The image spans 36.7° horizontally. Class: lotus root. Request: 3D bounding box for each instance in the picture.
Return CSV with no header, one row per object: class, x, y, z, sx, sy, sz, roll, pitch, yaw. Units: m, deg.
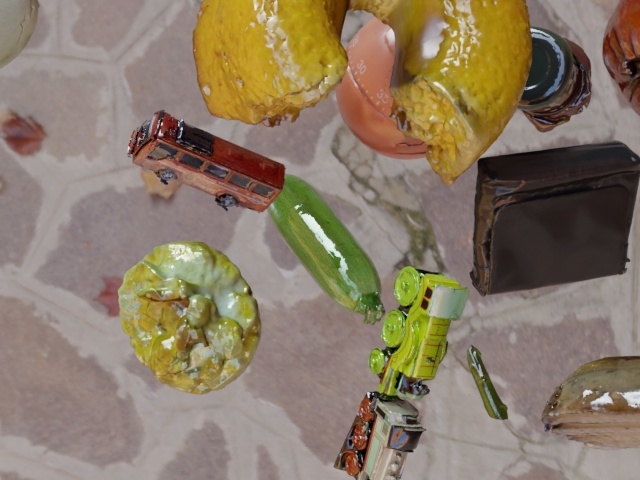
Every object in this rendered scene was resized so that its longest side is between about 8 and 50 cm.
lotus root,0.369,0.143,0.866,0.330,0.167,0.078,-4,69,28

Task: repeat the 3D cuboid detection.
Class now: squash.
squash,0.000,0.000,1.692,0.107,0.107,0.395,-39,50,3

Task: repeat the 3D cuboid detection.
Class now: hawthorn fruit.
hawthorn fruit,0.544,-0.288,1.352,0.272,0.242,0.242,-30,64,-15

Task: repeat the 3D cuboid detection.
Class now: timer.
timer,0.142,-0.244,1.485,0.215,0.230,0.229,-46,56,46

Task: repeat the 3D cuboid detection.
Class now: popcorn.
popcorn,-0.188,0.111,1.382,0.221,0.184,0.204,51,126,18

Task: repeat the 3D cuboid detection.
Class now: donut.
donut,0.073,-0.284,1.209,0.435,0.163,0.377,7,77,-21

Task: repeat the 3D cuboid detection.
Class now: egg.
egg,-0.331,-0.204,0.882,0.152,0.114,0.114,-8,70,11

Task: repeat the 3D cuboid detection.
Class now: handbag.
handbag,0.336,-0.033,1.403,0.247,0.223,0.080,-8,36,-8

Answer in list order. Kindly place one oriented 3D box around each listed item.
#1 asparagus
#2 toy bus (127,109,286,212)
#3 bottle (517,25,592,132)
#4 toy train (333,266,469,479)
asparagus,0.217,0.187,1.264,0.021,0.025,0.108,-50,54,49
toy bus,-0.171,-0.117,1.465,0.096,0.235,0.073,-41,36,42
bottle,0.377,-0.260,1.595,0.143,0.271,0.156,26,100,24
toy train,0.078,0.147,0.963,0.085,0.053,0.249,40,118,57
